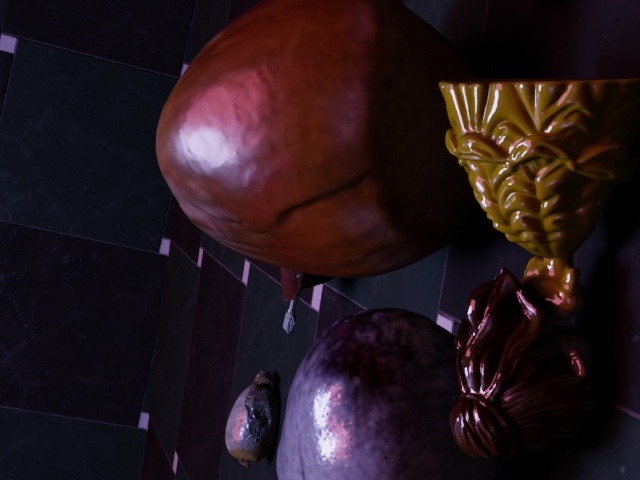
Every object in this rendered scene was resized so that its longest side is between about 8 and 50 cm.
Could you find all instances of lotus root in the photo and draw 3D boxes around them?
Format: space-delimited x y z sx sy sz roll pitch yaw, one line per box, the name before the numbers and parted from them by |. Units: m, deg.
lotus root | -0.112 0.297 1.870 0.088 0.088 0.165 164 122 -72

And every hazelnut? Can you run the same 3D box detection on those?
hazelnut | 0.006 -0.110 1.181 0.372 0.372 0.315 131 130 -62

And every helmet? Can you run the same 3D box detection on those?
helmet | 0.000 0.000 1.563 0.155 0.106 0.175 -174 86 -75

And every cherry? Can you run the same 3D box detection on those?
cherry | 0.066 0.195 1.061 0.296 0.218 0.255 78 -160 -60

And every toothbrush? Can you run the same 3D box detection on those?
toothbrush | -0.033 0.051 1.806 0.019 0.016 0.220 -122 42 -62

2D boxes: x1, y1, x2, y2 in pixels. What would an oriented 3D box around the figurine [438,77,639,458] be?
figurine | 0.185 0.023 0.928 0.187 0.168 0.315 6 101 34
